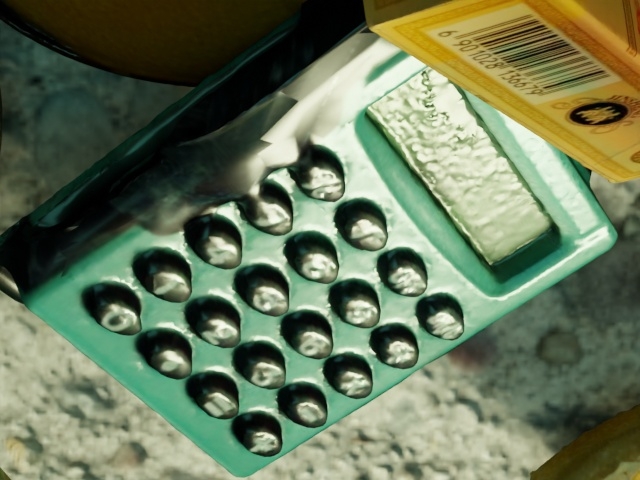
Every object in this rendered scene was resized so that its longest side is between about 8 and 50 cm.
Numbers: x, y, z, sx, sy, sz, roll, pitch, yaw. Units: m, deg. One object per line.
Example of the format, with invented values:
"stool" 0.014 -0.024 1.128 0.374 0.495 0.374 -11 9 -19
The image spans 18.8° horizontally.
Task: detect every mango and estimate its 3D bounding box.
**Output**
"mango" -0.079 -0.157 0.922 0.236 0.136 0.166 17 111 0

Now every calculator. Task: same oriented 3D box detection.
"calculator" 0.000 0.000 0.949 0.274 0.058 0.248 -34 140 7

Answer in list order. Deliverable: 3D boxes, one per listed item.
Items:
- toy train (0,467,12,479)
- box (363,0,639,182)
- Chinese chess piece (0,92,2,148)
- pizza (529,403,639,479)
"toy train" -0.226 0.146 1.037 0.099 0.072 0.188 -36 105 8
"box" 0.100 -0.142 0.839 0.076 0.274 0.174 -14 73 26
"Chinese chess piece" -0.284 -0.062 0.955 0.251 0.097 0.251 0 108 -1
"pizza" 0.263 0.178 1.065 0.289 0.081 0.228 -6 101 0
